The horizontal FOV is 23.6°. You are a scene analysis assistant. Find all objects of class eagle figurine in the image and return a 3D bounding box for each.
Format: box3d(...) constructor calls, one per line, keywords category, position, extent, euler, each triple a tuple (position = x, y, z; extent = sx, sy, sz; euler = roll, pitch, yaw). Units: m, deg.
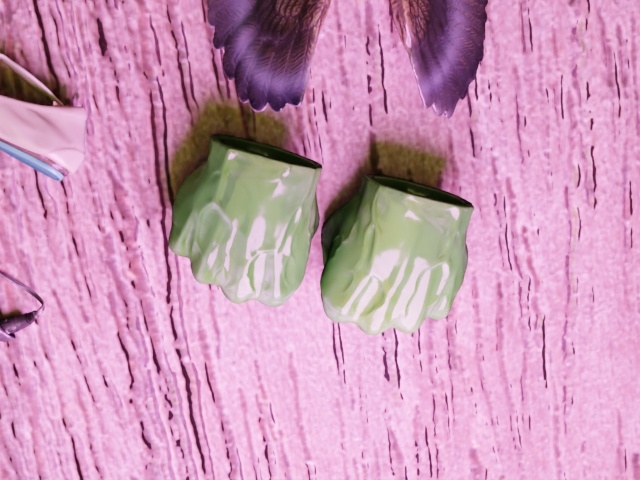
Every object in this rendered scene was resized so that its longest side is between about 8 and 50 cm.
box3d(category="eagle figurine", position=(0.039, -0.251, 1.265), extent=(0.226, 0.225, 0.298), euler=(36, 146, 17))

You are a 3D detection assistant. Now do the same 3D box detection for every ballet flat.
box3d(category="ballet flat", position=(-0.311, -0.133, 1.303), extent=(0.248, 0.086, 0.086), euler=(24, 109, -21))

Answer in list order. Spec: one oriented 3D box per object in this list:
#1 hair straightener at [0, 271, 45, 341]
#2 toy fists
box3d(category="hair straightener", position=(-0.367, 0.082, 1.403), extent=(0.230, 0.047, 0.089), euler=(-17, 117, -2))
box3d(category="toy fists", position=(0.000, 0.000, 1.405), extent=(0.279, 0.096, 0.142), euler=(14, 102, -14))
